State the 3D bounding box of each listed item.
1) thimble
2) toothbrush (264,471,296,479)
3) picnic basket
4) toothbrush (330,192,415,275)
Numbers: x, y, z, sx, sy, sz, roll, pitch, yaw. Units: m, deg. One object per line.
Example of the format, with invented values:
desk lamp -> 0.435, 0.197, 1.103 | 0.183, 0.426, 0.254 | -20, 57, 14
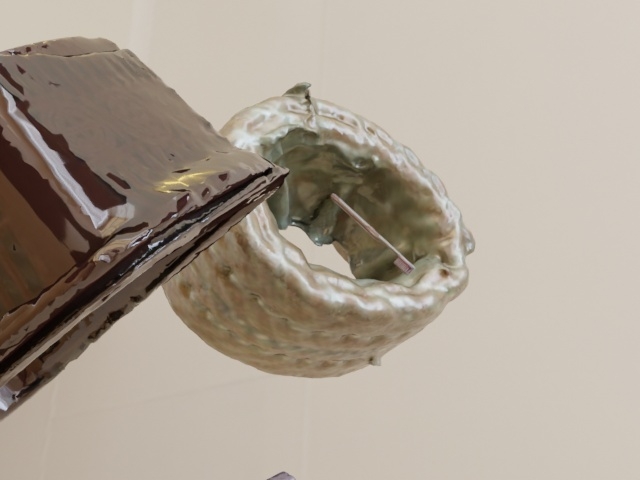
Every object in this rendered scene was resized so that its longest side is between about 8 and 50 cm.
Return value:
thimble -> -0.005, 0.002, 0.755 | 0.148, 0.229, 0.196 | -42, -162, 51
toothbrush -> -0.140, 0.183, 0.386 | 0.029, 0.354, 0.024 | 13, -63, 46
picnic basket -> -0.171, 0.011, 0.505 | 0.297, 0.222, 0.129 | -37, -90, 27
toothbrush -> 0.034, -0.006, 0.654 | 0.008, 0.006, 0.097 | -44, -131, 0
